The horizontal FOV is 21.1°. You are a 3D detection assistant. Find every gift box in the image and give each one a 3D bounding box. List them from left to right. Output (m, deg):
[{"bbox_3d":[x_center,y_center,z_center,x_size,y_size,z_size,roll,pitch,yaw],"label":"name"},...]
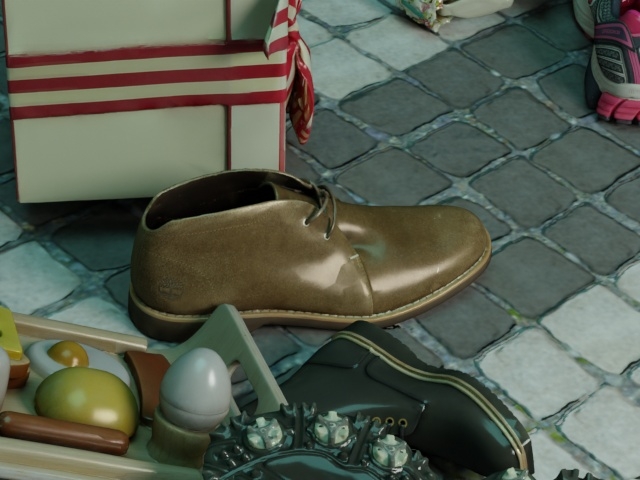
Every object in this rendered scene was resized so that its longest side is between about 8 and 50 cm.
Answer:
[{"bbox_3d":[-0.131,-0.160,1.451,0.258,0.255,0.276,-3,33,-7],"label":"gift box"}]

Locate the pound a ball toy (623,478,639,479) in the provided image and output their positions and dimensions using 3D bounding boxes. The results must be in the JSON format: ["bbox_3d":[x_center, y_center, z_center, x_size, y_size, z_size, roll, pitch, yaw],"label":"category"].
[{"bbox_3d":[0.357,0.200,1.108,0.319,0.135,0.208,-9,40,-19],"label":"pound a ball toy"}]

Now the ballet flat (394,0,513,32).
[{"bbox_3d":[0.192,-0.271,1.748,0.241,0.091,0.077,-23,56,-8],"label":"ballet flat"}]

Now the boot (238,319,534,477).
[{"bbox_3d":[0.041,0.145,1.233,0.137,0.077,0.198,-31,37,-31],"label":"boot"}]

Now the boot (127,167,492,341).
[{"bbox_3d":[0.000,0.000,1.369,0.305,0.115,0.112,-8,38,-17],"label":"boot"}]

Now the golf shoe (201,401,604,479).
[{"bbox_3d":[0.051,0.191,1.108,0.273,0.120,0.105,16,50,1],"label":"golf shoe"}]

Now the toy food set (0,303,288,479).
[{"bbox_3d":[-0.180,0.073,1.177,0.306,0.092,0.220,14,20,-23],"label":"toy food set"}]

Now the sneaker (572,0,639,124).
[{"bbox_3d":[0.319,-0.235,1.698,0.121,0.112,0.299,4,37,0],"label":"sneaker"}]
